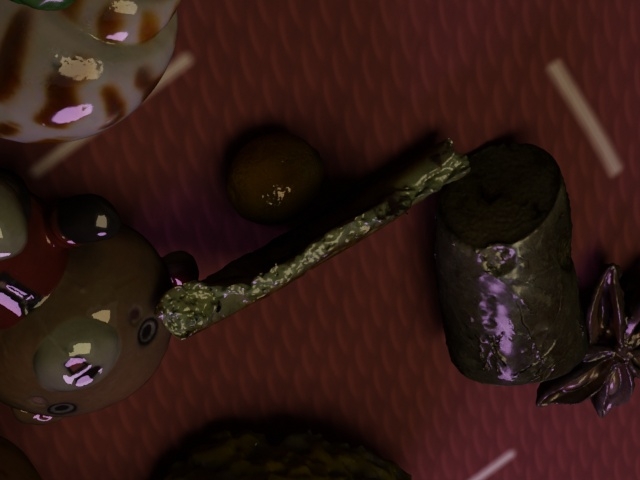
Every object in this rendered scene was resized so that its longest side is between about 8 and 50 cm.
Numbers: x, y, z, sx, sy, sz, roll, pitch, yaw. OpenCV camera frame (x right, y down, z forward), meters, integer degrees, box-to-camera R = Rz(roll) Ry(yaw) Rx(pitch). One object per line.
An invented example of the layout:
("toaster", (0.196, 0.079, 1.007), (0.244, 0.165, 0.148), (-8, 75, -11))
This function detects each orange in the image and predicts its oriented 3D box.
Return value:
("orange", (-0.040, -0.057, 1.749), (0.095, 0.085, 0.085), (-24, 133, -23))

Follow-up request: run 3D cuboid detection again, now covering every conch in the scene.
("conch", (-0.203, -0.174, 1.529), (0.182, 0.149, 0.275), (25, 113, -43))

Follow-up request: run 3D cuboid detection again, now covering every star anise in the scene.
("star anise", (0.332, 0.112, 2.077), (0.197, 0.073, 0.212), (24, 114, -34))

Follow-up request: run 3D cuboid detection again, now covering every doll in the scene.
("doll", (-0.263, 0.039, 1.650), (0.235, 0.174, 0.330), (-44, 136, 4))

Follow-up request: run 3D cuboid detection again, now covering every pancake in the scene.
("pancake", (-0.003, -0.004, 1.745), (0.376, 0.054, 0.197), (-32, -177, -38))

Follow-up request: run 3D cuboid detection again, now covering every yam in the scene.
("yam", (0.189, 0.041, 1.904), (0.154, 0.154, 0.254), (-22, 133, -11))

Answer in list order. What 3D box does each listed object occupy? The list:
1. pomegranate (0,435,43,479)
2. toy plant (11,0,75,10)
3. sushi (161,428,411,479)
("pomegranate", (-0.382, 0.324, 1.719), (0.342, 0.342, 0.342), (-14, 129, -18))
("toy plant", (-0.296, -0.243, 1.299), (0.210, 0.356, 0.317), (23, 111, -46))
("sushi", (-0.046, 0.395, 1.986), (0.351, 0.240, 0.396), (24, 114, -39))
